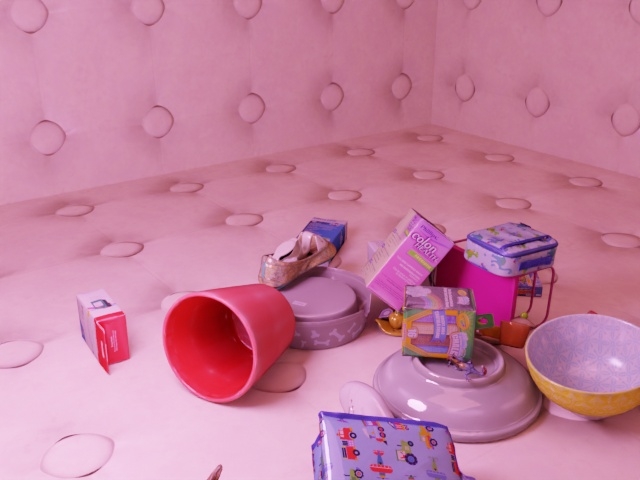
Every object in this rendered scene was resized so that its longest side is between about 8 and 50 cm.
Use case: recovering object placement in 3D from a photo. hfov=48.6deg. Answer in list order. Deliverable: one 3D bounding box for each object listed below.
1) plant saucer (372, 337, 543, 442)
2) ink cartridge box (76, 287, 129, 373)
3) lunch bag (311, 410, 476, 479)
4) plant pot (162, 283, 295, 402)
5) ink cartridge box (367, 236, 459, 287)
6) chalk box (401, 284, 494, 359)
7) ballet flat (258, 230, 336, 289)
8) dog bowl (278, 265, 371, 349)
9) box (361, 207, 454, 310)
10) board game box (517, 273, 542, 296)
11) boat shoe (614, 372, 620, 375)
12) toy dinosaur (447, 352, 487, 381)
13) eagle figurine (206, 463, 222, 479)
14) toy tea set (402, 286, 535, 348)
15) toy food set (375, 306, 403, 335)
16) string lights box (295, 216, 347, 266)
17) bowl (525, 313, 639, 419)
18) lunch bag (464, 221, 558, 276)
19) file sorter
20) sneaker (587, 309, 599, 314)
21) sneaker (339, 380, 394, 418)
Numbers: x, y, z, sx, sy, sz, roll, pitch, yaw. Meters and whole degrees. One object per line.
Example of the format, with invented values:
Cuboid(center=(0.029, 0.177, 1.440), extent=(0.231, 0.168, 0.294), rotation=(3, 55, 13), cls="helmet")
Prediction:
Cuboid(center=(0.326, 0.318, 1.688), extent=(0.401, 0.100, 0.400), rotation=(1, 23, 0), cls="plant saucer")
Cuboid(center=(-0.561, 0.232, 1.848), extent=(0.078, 0.134, 0.231), rotation=(-14, 27, -31), cls="ink cartridge box")
Cuboid(center=(0.143, 0.438, 1.294), extent=(0.293, 0.138, 0.220), rotation=(2, 43, -9), cls="lunch bag")
Cuboid(center=(-0.204, 0.225, 1.735), extent=(0.275, 0.274, 0.243), rotation=(12, 17, 27), cls="plant pot")
Cuboid(center=(0.304, 0.076, 2.251), extent=(0.273, 0.114, 0.197), rotation=(-5, 22, -11), cls="ink cartridge box")
Cuboid(center=(0.302, 0.195, 1.688), extent=(0.213, 0.132, 0.132), rotation=(4, 21, 7), cls="chalk box")
Cuboid(center=(-0.058, 0.036, 2.087), extent=(0.123, 0.123, 0.349), rotation=(14, 26, 31), cls="ballet flat")
Cuboid(center=(-0.024, 0.188, 1.998), extent=(0.349, 0.102, 0.348), rotation=(-1, 22, 0), cls="dog bowl")
Cuboid(center=(0.240, 0.049, 2.005), extent=(0.117, 0.243, 0.213), rotation=(37, 8, -7), cls="box")
Cuboid(center=(0.620, 0.117, 2.256), extent=(0.136, 0.035, 0.201), rotation=(3, 23, 7), cls="board game box")
Cuboid(center=(0.785, 0.339, 1.714), extent=(0.206, 0.075, 0.064), rotation=(-5, 65, -26), cls="boat shoe")
Cuboid(center=(0.333, 0.280, 1.598), extent=(0.082, 0.047, 0.090), rotation=(20, 13, 1), cls="toy dinosaur")
Cuboid(center=(-0.116, 0.533, 1.115), extent=(0.298, 0.225, 0.226), rotation=(35, 75, 7), cls="eagle figurine")
Cuboid(center=(0.394, 0.193, 1.864), extent=(0.336, 0.124, 0.200), rotation=(11, -8, 21), cls="toy tea set")
Cuboid(center=(0.240, 0.193, 2.023), extent=(0.128, 0.071, 0.218), rotation=(12, 25, 28), cls="toy food set")
Cuboid(center=(0.000, 0.000, 2.485), extent=(0.134, 0.076, 0.259), rotation=(7, 23, 15), cls="string lights box")
Cuboid(center=(0.614, 0.310, 1.610), extent=(0.290, 0.156, 0.289), rotation=(-7, 29, 4), cls="bowl")
Cuboid(center=(0.512, 0.024, 1.892), extent=(0.219, 0.090, 0.176), rotation=(-10, 27, -31), cls="lunch bag")
Cuboid(center=(0.495, 0.123, 2.027), extent=(0.182, 0.202, 0.291), rotation=(-13, 26, -31), cls="file sorter")
Cuboid(center=(0.715, 0.256, 1.853), extent=(0.093, 0.088, 0.225), rotation=(24, 35, 29), cls="sneaker")
Cuboid(center=(0.088, 0.394, 1.490), extent=(0.123, 0.105, 0.290), rotation=(-7, 25, -23), cls="sneaker")
